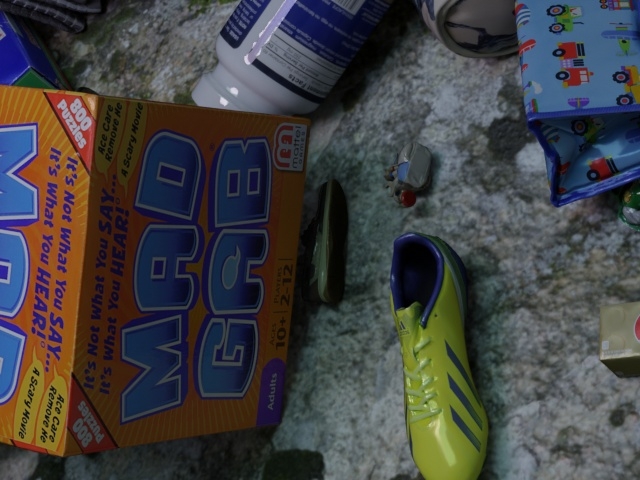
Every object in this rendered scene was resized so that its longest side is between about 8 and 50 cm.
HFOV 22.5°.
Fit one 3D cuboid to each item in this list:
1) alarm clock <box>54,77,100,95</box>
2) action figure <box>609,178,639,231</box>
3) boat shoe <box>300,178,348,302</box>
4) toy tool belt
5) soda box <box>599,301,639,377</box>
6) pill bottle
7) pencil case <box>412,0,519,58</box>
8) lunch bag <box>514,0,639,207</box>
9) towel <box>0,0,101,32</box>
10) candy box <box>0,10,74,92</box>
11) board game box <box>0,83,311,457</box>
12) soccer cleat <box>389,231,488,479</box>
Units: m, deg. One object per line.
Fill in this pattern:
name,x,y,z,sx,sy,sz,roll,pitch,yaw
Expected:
alarm clock,-0.283,-0.116,2.068,0.064,0.129,0.192,-38,63,12
action figure,0.384,-0.037,1.646,0.232,0.063,0.137,18,80,41
boat shoe,0.000,0.000,1.872,0.049,0.056,0.152,-7,63,24
toy tool belt,0.098,-0.071,1.857,0.051,0.052,0.083,-26,45,59
soda box,0.371,0.091,1.587,0.181,0.058,0.061,-9,62,29
pill bottle,-0.033,-0.249,1.945,0.264,0.153,0.153,-53,50,12
pencil case,0.157,-0.393,1.905,0.184,0.160,0.410,-17,55,-6
lunch bag,0.365,-0.182,1.684,0.293,0.138,0.221,-12,43,13
towel,-0.443,-0.417,2.236,0.121,0.284,0.235,-56,44,24
candy box,-0.527,-0.192,2.265,0.317,0.122,0.268,-41,50,10
board game box,-0.270,0.015,1.775,0.356,0.357,0.356,9,95,35
soccer cleat,0.113,0.126,1.693,0.093,0.121,0.289,-17,59,24
